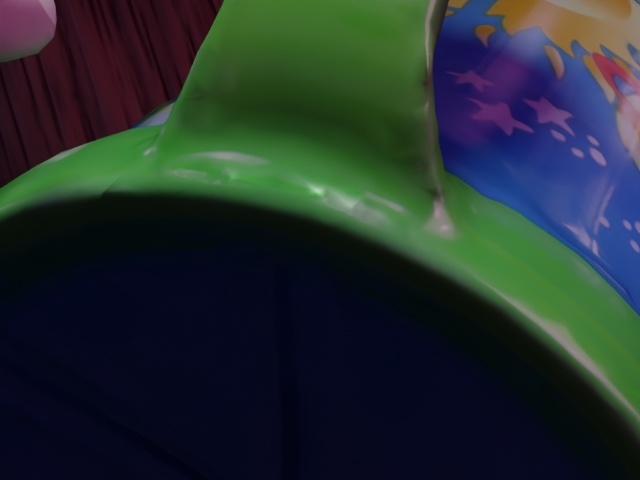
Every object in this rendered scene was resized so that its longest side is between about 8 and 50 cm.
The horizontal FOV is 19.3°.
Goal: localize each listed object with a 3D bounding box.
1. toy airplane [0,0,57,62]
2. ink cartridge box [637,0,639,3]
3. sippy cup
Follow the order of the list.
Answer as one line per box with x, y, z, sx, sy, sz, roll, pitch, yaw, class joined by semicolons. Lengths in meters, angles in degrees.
-0.171;-0.187;0.468;0.384;0.272;0.386;25;38;13;toy airplane
0.202;-0.058;1.089;0.109;0.062;0.209;-7;72;-59;ink cartridge box
0.026;0.028;0.549;0.240;0.305;0.224;41;39;-6;sippy cup
